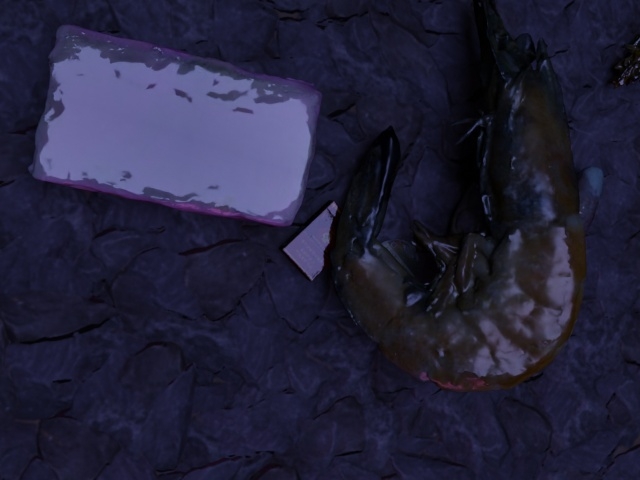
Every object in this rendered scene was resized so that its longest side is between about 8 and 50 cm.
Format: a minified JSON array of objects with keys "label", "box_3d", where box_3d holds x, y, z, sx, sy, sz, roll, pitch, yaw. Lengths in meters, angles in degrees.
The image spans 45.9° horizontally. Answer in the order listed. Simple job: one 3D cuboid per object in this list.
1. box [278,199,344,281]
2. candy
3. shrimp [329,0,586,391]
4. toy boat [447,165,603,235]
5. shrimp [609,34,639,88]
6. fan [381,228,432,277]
[{"label":"box","box_3d":[0.000,0.000,0.856,0.082,0.023,0.051,-44,104,-8]},{"label":"candy","box_3d":[-0.145,-0.110,0.765,0.265,0.116,0.155,11,94,-14]},{"label":"shrimp","box_3d":[0.150,-0.061,0.828,0.272,0.085,0.445,2,84,10]},{"label":"toy boat","box_3d":[0.243,-0.021,0.887,0.155,0.085,0.227,39,84,-15]},{"label":"shrimp","box_3d":[0.400,-0.276,0.937,0.178,0.034,0.124,-41,100,-10]},{"label":"fan","box_3d":[0.093,0.015,0.891,0.060,0.003,0.080,21,89,-16]}]
